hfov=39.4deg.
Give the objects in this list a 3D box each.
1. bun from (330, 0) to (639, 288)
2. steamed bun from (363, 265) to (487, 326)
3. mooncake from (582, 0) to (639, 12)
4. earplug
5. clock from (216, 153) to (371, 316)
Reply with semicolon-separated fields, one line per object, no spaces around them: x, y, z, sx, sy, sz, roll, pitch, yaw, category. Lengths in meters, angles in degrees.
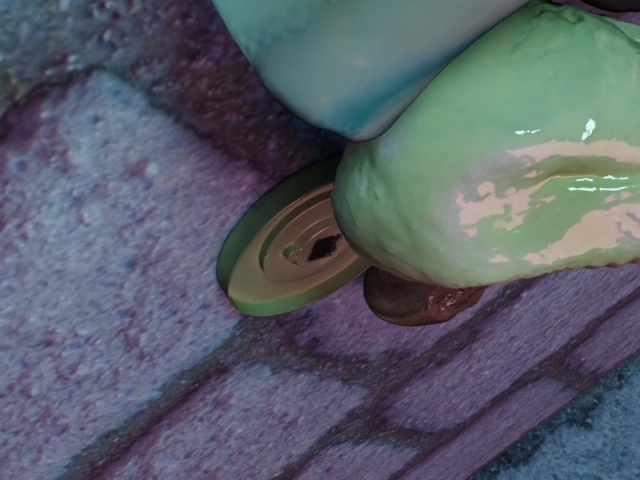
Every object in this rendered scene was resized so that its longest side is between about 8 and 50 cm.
0.168;-0.092;0.733;0.361;0.361;0.213;-15;103;-31;bun
0.148;0.029;1.066;0.145;0.106;0.175;-2;136;-44;steamed bun
0.244;-0.306;0.615;0.283;0.141;0.283;-20;140;-18;mooncake
0.107;-0.206;0.474;0.324;0.185;0.185;-28;158;32;earplug
0.000;0.000;0.945;0.235;0.029;0.235;-26;151;-16;clock
